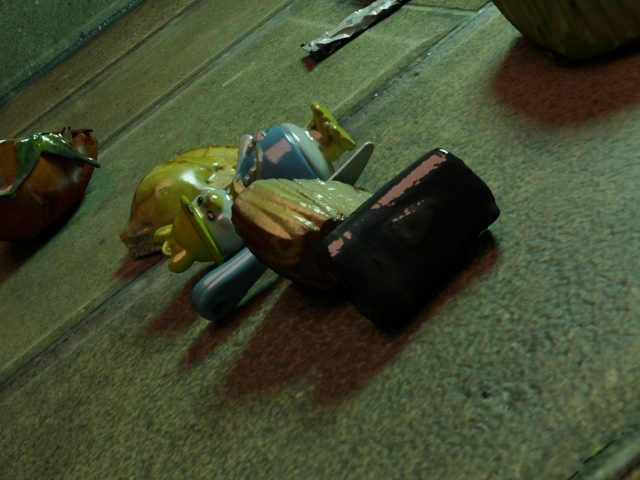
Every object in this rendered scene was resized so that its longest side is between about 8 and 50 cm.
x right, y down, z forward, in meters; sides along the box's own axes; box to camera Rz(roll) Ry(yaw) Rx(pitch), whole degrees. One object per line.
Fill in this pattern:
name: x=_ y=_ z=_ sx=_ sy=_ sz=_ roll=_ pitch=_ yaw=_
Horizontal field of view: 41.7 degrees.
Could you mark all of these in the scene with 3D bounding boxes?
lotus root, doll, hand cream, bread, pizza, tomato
lotus root: x=0.002 y=-0.001 z=0.774 sx=0.159 sy=0.095 sz=0.135 roll=-2 pitch=19 yaw=-28
doll: x=-0.071 y=-0.049 z=0.915 sx=0.241 sy=0.135 sz=0.099 roll=-35 pitch=-1 yaw=-2
hand cream: x=0.080 y=-0.371 z=1.310 sx=0.257 sy=0.050 sz=0.084 roll=-39 pitch=25 yaw=7
bread: x=0.287 y=-0.303 z=0.865 sx=0.227 sy=0.142 sz=0.253 roll=-38 pitch=28 yaw=11
pizza: x=-0.166 y=-0.074 z=1.081 sx=0.204 sy=0.081 sz=0.188 roll=-9 pitch=38 yaw=39
tomato: x=-0.508 y=-0.083 z=1.393 sx=0.308 sy=0.170 sz=0.309 roll=-8 pitch=2 yaw=0

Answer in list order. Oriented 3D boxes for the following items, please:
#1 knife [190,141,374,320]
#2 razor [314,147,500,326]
knife: x=-0.031 y=-0.008 z=0.848 sx=0.244 sy=0.058 sz=0.032 roll=-42 pitch=52 yaw=-9
razor: x=0.073 y=-0.005 z=0.690 sx=0.148 sy=0.090 sz=0.054 roll=-42 pitch=-5 yaw=-11
